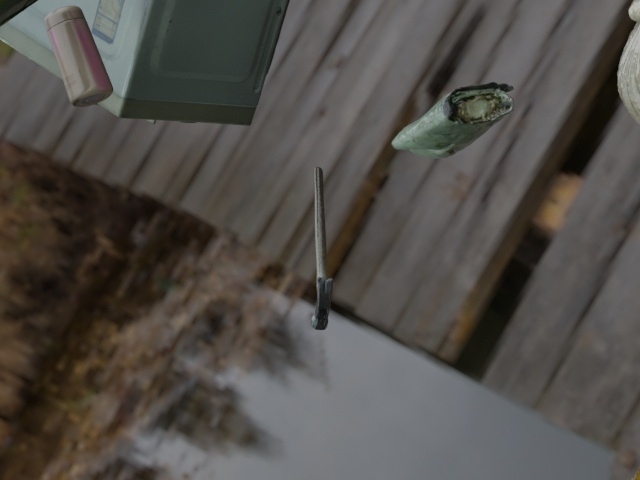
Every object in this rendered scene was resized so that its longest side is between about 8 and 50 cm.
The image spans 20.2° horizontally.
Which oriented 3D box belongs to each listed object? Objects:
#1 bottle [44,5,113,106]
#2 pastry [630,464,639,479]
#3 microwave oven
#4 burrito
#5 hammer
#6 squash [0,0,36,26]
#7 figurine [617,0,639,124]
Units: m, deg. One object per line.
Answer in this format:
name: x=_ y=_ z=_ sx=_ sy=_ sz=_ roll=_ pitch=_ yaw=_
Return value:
bottle: x=-0.242 y=-0.184 z=1.792 sx=0.045 sy=0.096 sz=0.045 roll=-21 pitch=-7 yaw=-3
pastry: x=0.349 y=0.185 z=1.013 sx=0.388 sy=0.389 sz=0.312 roll=-29 pitch=59 yaw=58
microwave oven: x=-0.208 y=-0.311 z=2.035 sx=0.355 sy=0.218 sz=0.286 roll=33 pitch=112 yaw=42
burrito: x=0.115 y=-0.101 z=1.582 sx=0.118 sy=0.074 sz=0.044 roll=-39 pitch=68 yaw=57
hammer: x=0.000 y=0.000 z=1.864 sx=0.062 sy=0.017 sz=0.182 roll=102 pitch=169 yaw=-57
squash: x=-0.303 y=-0.219 z=1.542 sx=0.101 sy=0.101 sz=0.378 roll=-38 pitch=6 yaw=48
figurine: x=0.419 y=-0.126 z=1.781 sx=0.204 sy=0.332 sz=0.185 roll=16 pitch=68 yaw=38
